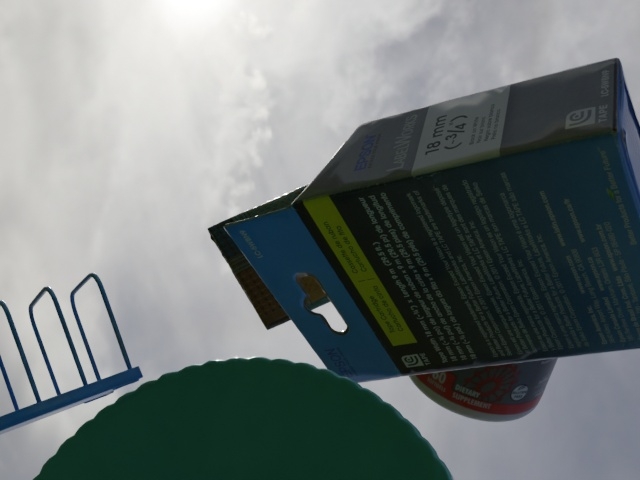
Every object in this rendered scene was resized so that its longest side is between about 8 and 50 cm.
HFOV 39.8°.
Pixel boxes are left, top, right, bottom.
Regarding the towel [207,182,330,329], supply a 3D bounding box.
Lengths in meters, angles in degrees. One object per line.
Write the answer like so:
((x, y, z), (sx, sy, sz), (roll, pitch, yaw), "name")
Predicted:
((0.000, 0.000, 1.735), (0.271, 0.370, 0.040), (55, -19, 32), "towel")

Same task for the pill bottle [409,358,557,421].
((0.257, 0.049, 1.218), (0.210, 0.210, 0.363), (37, -56, 39), "pill bottle")

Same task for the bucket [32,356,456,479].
((-0.025, 0.205, 0.449), (0.281, 0.281, 0.183), (44, -11, 35), "bucket")

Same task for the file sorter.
((-0.262, 0.107, 0.753), (0.118, 0.170, 0.105), (-32, -101, 59), "file sorter")

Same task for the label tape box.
((0.123, 0.002, 0.777), (0.333, 0.106, 0.241), (-11, -50, 27), "label tape box")
